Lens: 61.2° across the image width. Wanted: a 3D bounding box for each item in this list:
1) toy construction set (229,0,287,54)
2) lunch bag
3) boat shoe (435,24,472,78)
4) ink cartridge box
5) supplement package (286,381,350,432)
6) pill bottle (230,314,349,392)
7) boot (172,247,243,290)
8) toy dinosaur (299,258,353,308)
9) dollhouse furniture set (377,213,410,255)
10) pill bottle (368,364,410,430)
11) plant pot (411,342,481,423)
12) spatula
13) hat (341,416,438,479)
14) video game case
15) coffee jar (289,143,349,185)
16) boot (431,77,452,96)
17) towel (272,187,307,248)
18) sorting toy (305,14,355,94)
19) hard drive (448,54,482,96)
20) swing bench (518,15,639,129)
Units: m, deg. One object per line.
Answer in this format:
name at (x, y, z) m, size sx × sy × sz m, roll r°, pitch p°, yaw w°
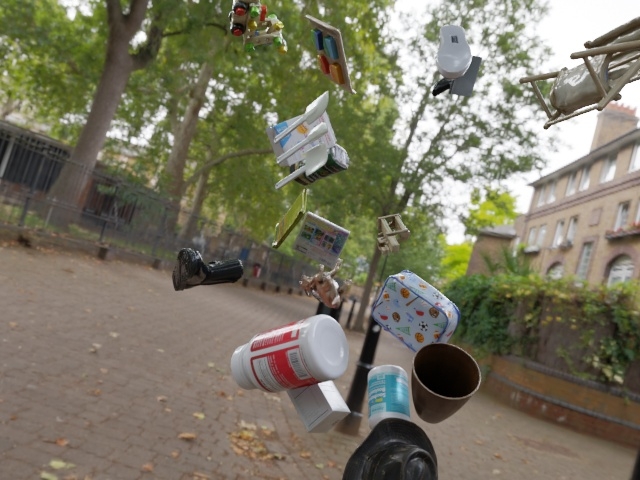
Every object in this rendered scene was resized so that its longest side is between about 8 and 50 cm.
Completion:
toy construction set at (-0.198, -0.771, 1.831) m, size 0.215 × 0.151 × 0.327 m, roll -4°, pitch -32°, yaw -15°
lunch bag at (0.333, 0.267, 1.952) m, size 0.115 × 0.243 × 0.303 m, roll -17°, pitch 45°, yaw -45°
boat shoe at (0.365, -0.512, 1.524) m, size 0.096 × 0.267 × 0.088 m, roll 2°, pitch -44°, yaw 4°
ink cartridge box at (-0.034, -0.269, 1.378) m, size 0.181 × 0.104 × 0.062 m, roll -28°, pitch 16°, yaw -23°
supplement package at (-0.022, 0.591, 2.070) m, size 0.134 × 0.139 × 0.244 m, roll 29°, pitch 22°, yaw -53°
pill bottle at (-0.120, 0.421, 1.950) m, size 0.408 × 0.228 × 0.229 m, roll -21°, pitch -27°, yaw 32°
boot at (-0.340, 0.082, 1.690) m, size 0.207 × 0.094 × 0.246 m, roll -8°, pitch -21°, yaw -28°
toy dinosaur at (0.028, 0.200, 2.119) m, size 0.127 × 0.200 × 0.295 m, roll 4°, pitch 30°, yaw -23°
dollhouse furniture set at (0.306, 0.013, 2.176) m, size 0.101 × 0.160 × 0.181 m, roll -12°, pitch 42°, yaw -8°
pill bottle at (0.241, 0.586, 1.907) m, size 0.146 × 0.264 × 0.146 m, roll 2°, pitch -42°, yaw 2°
plant pot at (0.384, 0.491, 1.767) m, size 0.216 × 0.230 × 0.215 m, roll 4°, pitch 40°, yaw -4°
spatula at (-0.049, -0.206, 1.201) m, size 0.019 × 0.168 × 0.242 m, roll 5°, pitch -15°, yaw -32°
hat at (0.227, 0.655, 1.455) m, size 0.332 × 0.331 × 0.134 m, roll 19°, pitch -17°, yaw -26°
video game case at (0.000, 0.000, 1.797) m, size 0.157 × 0.143 × 0.019 m, roll 26°, pitch 21°, yaw 7°
coffee jar at (-0.007, -0.239, 1.728) m, size 0.185 × 0.079 × 0.096 m, roll -19°, pitch -28°, yaw 36°
boot at (0.475, -0.555, 1.958) m, size 0.099 × 0.121 × 0.045 m, roll 27°, pitch -29°, yaw 35°
towel at (-0.103, -0.069, 1.766) m, size 0.021 × 0.102 × 0.237 m, roll 16°, pitch -36°, yaw -20°
sorting toy at (0.023, -0.533, 1.560) m, size 0.193 × 0.038 × 0.208 m, roll 51°, pitch -12°, yaw 49°
hard drive at (0.489, -0.558, 1.826) m, size 0.094 × 0.135 × 0.022 m, roll -2°, pitch 26°, yaw -30°
swing bench at (0.714, -0.437, 1.406) m, size 0.165 × 0.255 × 0.253 m, roll 61°, pitch -6°, yaw -5°
